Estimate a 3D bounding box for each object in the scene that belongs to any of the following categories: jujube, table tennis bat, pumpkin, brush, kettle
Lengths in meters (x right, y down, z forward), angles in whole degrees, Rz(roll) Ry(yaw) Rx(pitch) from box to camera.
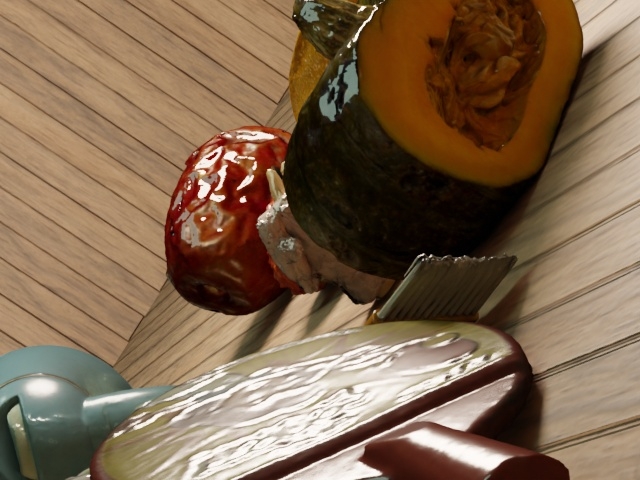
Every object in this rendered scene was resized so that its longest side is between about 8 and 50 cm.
[{"bbox_3d":[-0.091,-0.025,2.224,0.183,0.183,0.243,-46,21,52],"label":"jujube"},{"bbox_3d":[0.015,0.114,1.075,0.268,0.051,0.414,-22,12,-21],"label":"table tennis bat"},{"bbox_3d":[0.075,-0.129,1.472,0.139,0.222,0.317,-45,15,52],"label":"pumpkin"},{"bbox_3d":[0.035,0.107,1.337,0.314,0.090,0.017,-55,45,43],"label":"brush"},{"bbox_3d":[-0.274,0.221,2.104,0.319,0.247,0.342,-15,-7,-9],"label":"kettle"}]

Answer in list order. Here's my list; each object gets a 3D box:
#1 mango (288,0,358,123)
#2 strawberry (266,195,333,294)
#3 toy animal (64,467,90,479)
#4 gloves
[{"bbox_3d":[0.080,-0.203,1.896,0.350,0.199,0.201,130,146,-50],"label":"mango"},{"bbox_3d":[0.005,-0.040,1.961,0.175,0.106,0.236,-53,8,18],"label":"strawberry"},{"bbox_3d":[-0.125,0.232,1.294,0.325,0.208,0.154,-32,64,49],"label":"toy animal"},{"bbox_3d":[0.004,0.001,1.663,0.094,0.144,0.110,-58,-14,-6],"label":"gloves"}]
